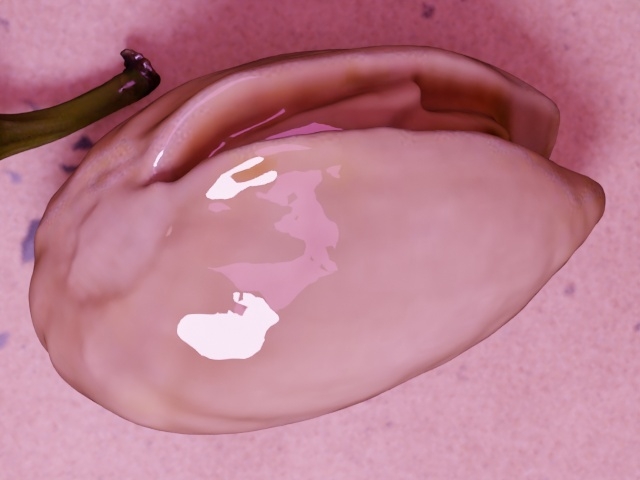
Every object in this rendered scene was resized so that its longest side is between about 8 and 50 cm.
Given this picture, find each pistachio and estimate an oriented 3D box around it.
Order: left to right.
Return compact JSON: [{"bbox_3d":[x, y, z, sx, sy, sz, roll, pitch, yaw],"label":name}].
[{"bbox_3d":[0.000,0.000,1.054,0.318,0.214,0.193,-11,52,-16],"label":"pistachio"}]

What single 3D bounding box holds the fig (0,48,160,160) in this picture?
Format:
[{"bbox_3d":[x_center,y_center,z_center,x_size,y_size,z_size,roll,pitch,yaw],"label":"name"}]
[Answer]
[{"bbox_3d":[-0.220,-0.061,1.058,0.259,0.151,0.151,1,93,-37],"label":"fig"}]
